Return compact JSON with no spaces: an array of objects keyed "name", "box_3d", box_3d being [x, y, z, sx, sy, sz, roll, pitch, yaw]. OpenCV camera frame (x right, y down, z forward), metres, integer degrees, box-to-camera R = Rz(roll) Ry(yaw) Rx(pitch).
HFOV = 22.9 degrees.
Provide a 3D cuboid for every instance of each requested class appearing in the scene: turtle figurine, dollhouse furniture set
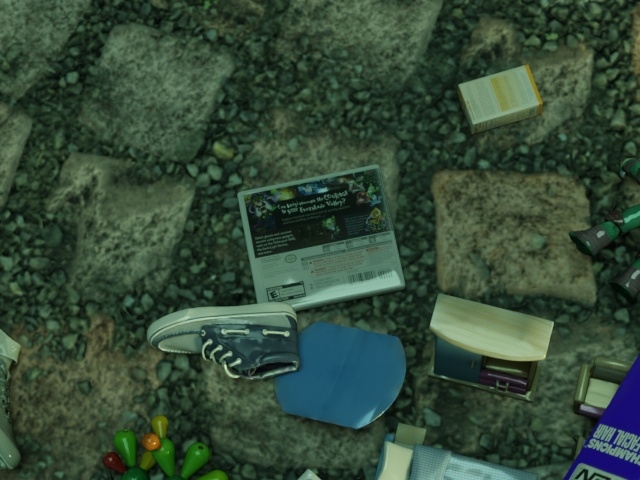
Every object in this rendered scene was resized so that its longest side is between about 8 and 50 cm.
[{"name":"turtle figurine","box_3d":[0.436,-0.043,1.979,0.234,0.118,0.175,-41,73,-5]},{"name":"dollhouse furniture set","box_3d":[0.210,0.258,1.833,0.286,0.198,0.303,14,72,9]}]

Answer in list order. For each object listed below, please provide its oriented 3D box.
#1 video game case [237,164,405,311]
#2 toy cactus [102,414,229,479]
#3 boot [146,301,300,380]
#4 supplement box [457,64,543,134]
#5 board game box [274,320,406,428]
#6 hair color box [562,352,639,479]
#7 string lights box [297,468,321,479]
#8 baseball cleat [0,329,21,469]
[{"name":"video game case","box_3d":[0.000,0.000,2.034,0.190,0.022,0.173,-11,70,0]},{"name":"toy cactus","box_3d":[-0.188,0.322,1.888,0.219,0.112,0.180,35,89,14]},{"name":"boot","box_3d":[-0.120,0.132,1.961,0.190,0.069,0.086,-9,56,0]},{"name":"supplement box","box_3d":[0.236,-0.186,2.079,0.098,0.036,0.062,-16,70,-3]},{"name":"board game box","box_3d":[0.027,0.173,1.958,0.169,0.033,0.133,9,60,25]},{"name":"hair color box","box_3d":[0.430,0.217,1.832,0.110,0.185,0.339,13,64,50]},{"name":"string lights box","box_3d":[-0.075,0.394,1.834,0.077,0.133,0.259,41,78,15]},{"name":"baseball cleat","box_3d":[-0.407,0.182,1.967,0.109,0.072,0.206,-31,75,-15]}]
